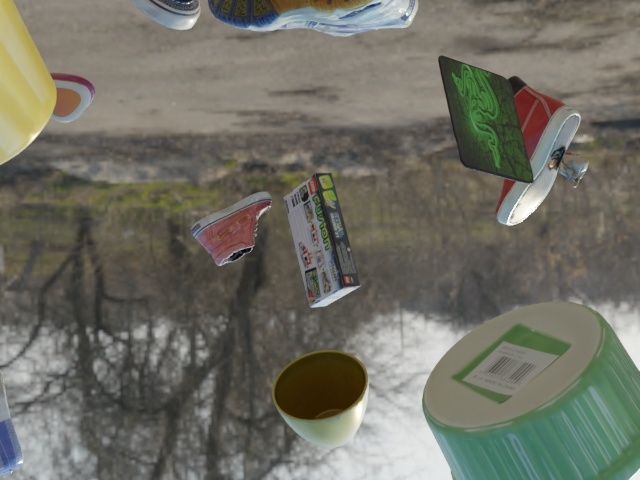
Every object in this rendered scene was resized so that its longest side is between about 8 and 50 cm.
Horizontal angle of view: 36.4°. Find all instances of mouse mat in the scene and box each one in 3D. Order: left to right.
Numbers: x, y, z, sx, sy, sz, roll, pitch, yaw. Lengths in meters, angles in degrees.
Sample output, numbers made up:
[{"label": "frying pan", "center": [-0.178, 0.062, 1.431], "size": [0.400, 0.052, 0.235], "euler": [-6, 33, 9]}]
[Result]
[{"label": "mouse mat", "center": [0.241, -0.176, 1.419], "size": [0.153, 0.189, 0.007], "euler": [10, 149, -36]}]

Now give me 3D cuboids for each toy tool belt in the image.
[{"label": "toy tool belt", "center": [0.453, -0.129, 1.770], "size": [0.052, 0.051, 0.083], "euler": [3, -163, -7]}]

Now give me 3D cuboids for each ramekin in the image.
[{"label": "ramekin", "center": [0.285, 0.216, 1.308], "size": [0.303, 0.148, 0.303], "euler": [-28, -160, 11]}]

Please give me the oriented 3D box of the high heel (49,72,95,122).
[{"label": "high heel", "center": [-0.400, -0.234, 1.483], "size": [0.244, 0.082, 0.117], "euler": [-11, -144, 45]}]

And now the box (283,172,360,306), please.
[{"label": "box", "center": [0.000, 0.000, 1.674], "size": [0.036, 0.207, 0.114], "euler": [-3, 162, -35]}]

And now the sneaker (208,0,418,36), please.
[{"label": "sneaker", "center": [-0.013, -0.307, 1.275], "size": [0.296, 0.112, 0.131], "euler": [11, 173, 35]}]

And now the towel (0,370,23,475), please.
[{"label": "towel", "center": [-0.416, 0.117, 0.979], "size": [0.034, 0.285, 0.209], "euler": [-21, 171, 37]}]

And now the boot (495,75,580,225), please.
[{"label": "boot", "center": [0.343, -0.164, 1.765], "size": [0.088, 0.244, 0.176], "euler": [-6, -144, -47]}]

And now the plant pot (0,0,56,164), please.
[{"label": "plant pot", "center": [-0.428, -0.209, 1.076], "size": [0.254, 0.254, 0.239], "euler": [-3, 145, 24]}]

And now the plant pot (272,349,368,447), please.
[{"label": "plant pot", "center": [0.009, 0.234, 1.363], "size": [0.134, 0.095, 0.134], "euler": [-10, -144, 7]}]

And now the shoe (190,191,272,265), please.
[{"label": "shoe", "center": [-0.131, -0.019, 1.629], "size": [0.178, 0.081, 0.063], "euler": [-28, 170, -46]}]

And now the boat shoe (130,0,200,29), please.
[{"label": "boat shoe", "center": [-0.263, -0.501, 1.522], "size": [0.127, 0.340, 0.158], "euler": [-11, 152, -41]}]
